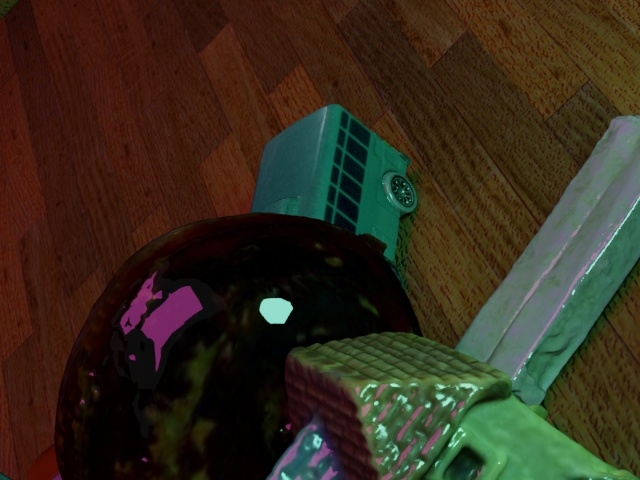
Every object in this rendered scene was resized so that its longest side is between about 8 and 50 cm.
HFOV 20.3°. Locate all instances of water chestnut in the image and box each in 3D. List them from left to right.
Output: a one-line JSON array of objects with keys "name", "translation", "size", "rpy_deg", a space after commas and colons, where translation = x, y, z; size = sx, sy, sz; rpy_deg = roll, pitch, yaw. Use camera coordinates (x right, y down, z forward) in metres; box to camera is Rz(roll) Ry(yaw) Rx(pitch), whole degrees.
[{"name": "water chestnut", "translation": [-0.069, 0.130, 1.559], "size": [0.350, 0.350, 0.302], "rpy_deg": [-54, 32, -6]}]

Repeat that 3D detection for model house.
[{"name": "model house", "translation": [0.068, 0.229, 1.335], "size": [0.321, 0.266, 0.261], "rpy_deg": [-55, 26, -8]}]

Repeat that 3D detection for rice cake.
[{"name": "rice cake", "translation": [0.224, 0.019, 1.566], "size": [0.298, 0.050, 0.106], "rpy_deg": [-55, 29, -7]}]

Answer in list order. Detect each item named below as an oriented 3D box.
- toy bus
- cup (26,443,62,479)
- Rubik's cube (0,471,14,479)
[{"name": "toy bus", "translation": [0.000, 0.000, 1.801], "size": [0.128, 0.147, 0.256], "rpy_deg": [-30, 35, 36]}, {"name": "cup", "translation": [-0.186, 0.222, 1.761], "size": [0.264, 0.226, 0.182], "rpy_deg": [-35, 75, 38]}, {"name": "Rubik's cube", "translation": [-0.349, 0.410, 1.609], "size": [0.359, 0.363, 0.362], "rpy_deg": [-3, 50, 48]}]
